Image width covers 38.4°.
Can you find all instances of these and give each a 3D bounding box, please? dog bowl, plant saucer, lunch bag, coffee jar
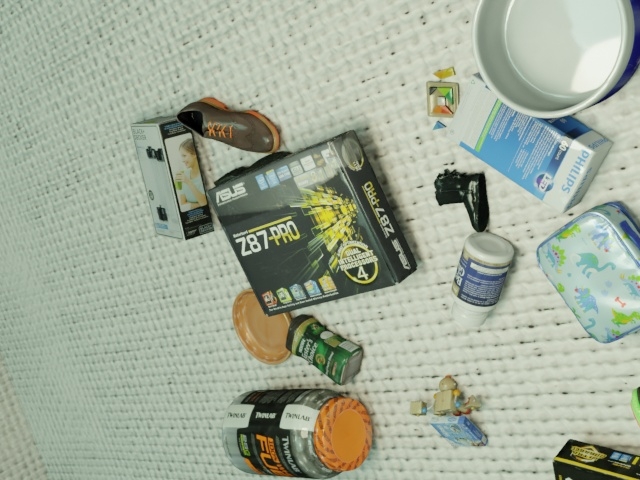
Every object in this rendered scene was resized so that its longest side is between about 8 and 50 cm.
[{"bbox_3d":[0.384,-0.335,1.485,0.265,0.104,0.264,13,112,36],"label":"dog bowl"},{"bbox_3d":[-0.134,0.206,2.248,0.200,0.037,0.200,19,120,35],"label":"plant saucer"},{"bbox_3d":[0.495,0.055,1.579,0.219,0.090,0.176,56,135,9],"label":"lunch bag"},{"bbox_3d":[0.004,0.248,2.113,0.184,0.079,0.096,30,126,30],"label":"coffee jar"}]

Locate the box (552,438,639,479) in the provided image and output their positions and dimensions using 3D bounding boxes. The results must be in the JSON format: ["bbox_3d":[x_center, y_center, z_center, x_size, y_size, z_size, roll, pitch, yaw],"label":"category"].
[{"bbox_3d":[0.578,0.538,1.692,0.257,0.079,0.322,9,123,42],"label":"box"}]

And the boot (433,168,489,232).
[{"bbox_3d":[0.268,-0.077,1.759,0.099,0.045,0.121,2,102,39],"label":"boot"}]

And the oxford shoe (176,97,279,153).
[{"bbox_3d":[-0.210,-0.247,2.076,0.271,0.098,0.096,22,121,34],"label":"oxford shoe"}]

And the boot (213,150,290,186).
[{"bbox_3d":[-0.123,-0.102,2.094,0.246,0.083,0.161,-16,109,44],"label":"boot"}]

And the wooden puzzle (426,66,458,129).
[{"bbox_3d":[0.228,-0.265,1.733,0.079,0.014,0.116,3,110,41],"label":"wooden puzzle"}]

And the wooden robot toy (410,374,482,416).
[{"bbox_3d":[0.267,0.326,1.937,0.173,0.076,0.079,-20,59,45],"label":"wooden robot toy"}]

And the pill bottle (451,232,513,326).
[{"bbox_3d":[0.303,0.078,1.758,0.094,0.094,0.169,30,126,29],"label":"pill bottle"}]

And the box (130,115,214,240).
[{"bbox_3d":[-0.361,-0.154,2.237,0.169,0.087,0.290,12,116,54],"label":"box"}]

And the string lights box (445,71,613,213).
[{"bbox_3d":[0.359,-0.177,1.610,0.260,0.077,0.133,38,129,23],"label":"string lights box"}]

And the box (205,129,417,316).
[{"bbox_3d":[-0.026,-0.025,1.931,0.395,0.097,0.318,-16,101,42],"label":"box"}]

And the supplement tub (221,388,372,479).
[{"bbox_3d":[-0.056,0.453,2.165,0.338,0.207,0.207,-11,100,44],"label":"supplement tub"}]

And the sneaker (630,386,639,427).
[{"bbox_3d":[0.733,0.345,1.463,0.483,0.185,0.202,29,107,27],"label":"sneaker"}]

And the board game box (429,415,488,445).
[{"bbox_3d":[0.290,0.401,1.933,0.090,0.020,0.090,-12,131,45],"label":"board game box"}]
